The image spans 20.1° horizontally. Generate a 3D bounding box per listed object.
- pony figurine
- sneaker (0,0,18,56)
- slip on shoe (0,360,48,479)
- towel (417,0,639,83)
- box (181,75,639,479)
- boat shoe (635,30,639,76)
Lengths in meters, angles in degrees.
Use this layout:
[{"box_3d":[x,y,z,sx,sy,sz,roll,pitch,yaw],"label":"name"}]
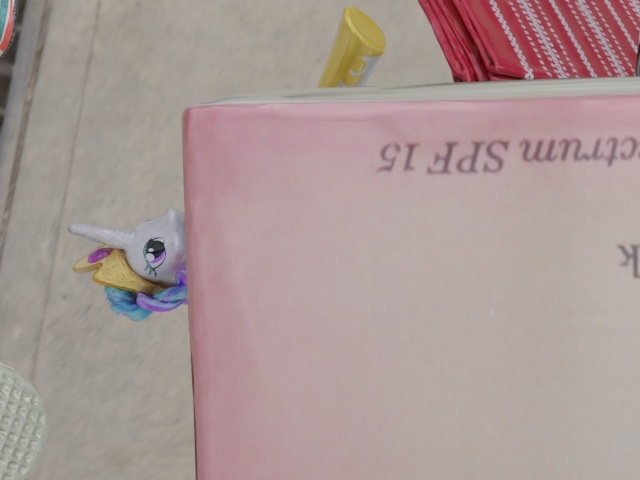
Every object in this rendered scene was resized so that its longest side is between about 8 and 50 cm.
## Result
[{"box_3d":[0.000,0.000,1.634,0.351,0.363,0.303,34,34,-33],"label":"pony figurine"},{"box_3d":[-0.348,-0.184,1.740,0.075,0.161,0.057,16,50,-22],"label":"sneaker"},{"box_3d":[-0.329,0.139,1.088,0.331,0.101,0.123,-16,106,-16],"label":"slip on shoe"},{"box_3d":[0.162,-0.147,1.159,0.275,0.031,0.199,8,45,-37],"label":"towel"},{"box_3d":[0.054,0.078,0.425,0.149,0.127,0.232,-2,94,8],"label":"box"},{"box_3d":[0.283,-0.039,0.804,0.301,0.108,0.102,25,28,5],"label":"boat shoe"}]
